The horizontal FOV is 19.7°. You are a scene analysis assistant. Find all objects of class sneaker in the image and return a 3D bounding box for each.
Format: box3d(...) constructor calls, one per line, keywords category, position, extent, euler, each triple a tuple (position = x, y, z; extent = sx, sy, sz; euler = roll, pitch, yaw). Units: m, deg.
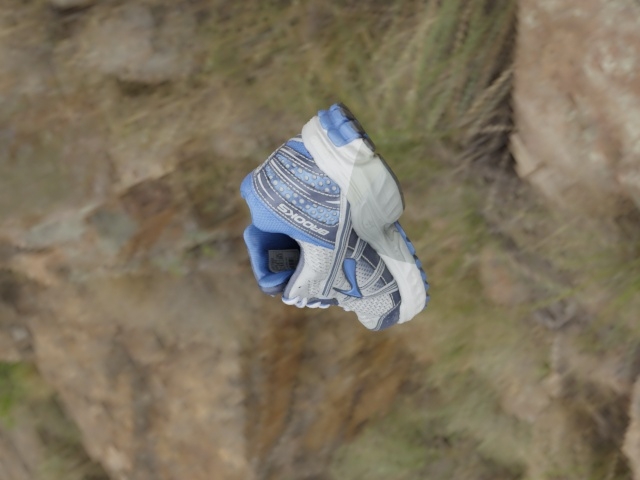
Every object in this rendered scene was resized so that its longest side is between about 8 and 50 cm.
box3d(category="sneaker", position=(0.000, 0.000, 0.674), extent=(0.052, 0.058, 0.135), euler=(57, 175, 30))
